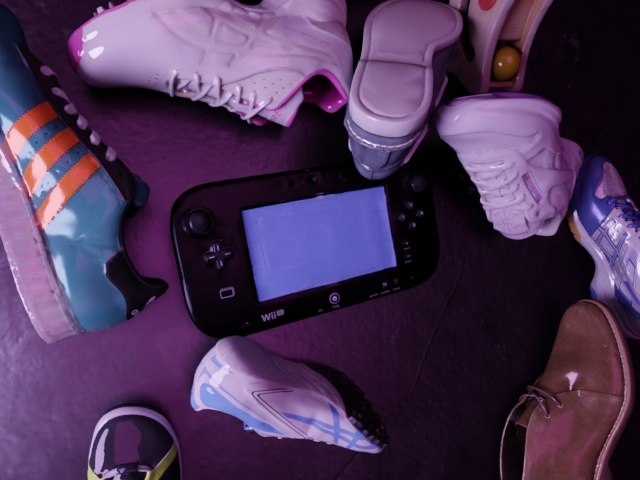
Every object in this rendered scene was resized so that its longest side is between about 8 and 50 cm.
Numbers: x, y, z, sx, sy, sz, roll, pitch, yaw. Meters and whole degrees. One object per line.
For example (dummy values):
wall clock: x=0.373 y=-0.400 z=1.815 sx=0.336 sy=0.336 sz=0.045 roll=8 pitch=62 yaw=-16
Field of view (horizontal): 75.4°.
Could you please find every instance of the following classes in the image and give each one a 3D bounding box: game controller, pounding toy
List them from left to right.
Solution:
game controller: x=0.000 y=0.000 z=0.479 sx=0.319 sy=0.067 sz=0.166 roll=-12 pitch=88 yaw=-21
pounding toy: x=0.275 y=-0.332 z=0.531 sx=0.155 sy=0.154 sz=0.269 roll=-10 pitch=122 yaw=-21

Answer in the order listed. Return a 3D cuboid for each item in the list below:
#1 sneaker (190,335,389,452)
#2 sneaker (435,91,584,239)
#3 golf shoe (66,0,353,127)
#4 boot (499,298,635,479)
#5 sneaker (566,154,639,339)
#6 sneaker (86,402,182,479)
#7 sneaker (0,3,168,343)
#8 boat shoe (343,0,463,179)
sneaker: x=-0.026 y=0.180 z=0.451 sx=0.237 sy=0.085 sz=0.086 roll=31 pitch=107 yaw=-21
sneaker: x=0.253 y=-0.085 z=0.531 sx=0.305 sy=0.114 sz=0.152 roll=15 pitch=86 yaw=-38
golf shoe: x=-0.092 y=-0.186 z=0.444 sx=0.306 sy=0.115 sz=0.140 roll=-18 pitch=94 yaw=-20
boot: x=0.328 y=0.222 z=0.564 sx=0.115 sy=0.112 sz=0.305 roll=16 pitch=80 yaw=-8
sneaker: x=0.478 y=0.002 z=0.627 sx=0.112 sy=0.131 sz=0.296 roll=-17 pitch=89 yaw=-20
sneaker: x=-0.163 y=0.270 z=0.370 sx=0.084 sy=0.097 sz=0.235 roll=-4 pitch=85 yaw=-21
sneaker: x=-0.231 y=-0.066 z=0.383 sx=0.121 sy=0.108 sz=0.302 roll=-17 pitch=98 yaw=-22
boat shoe: x=0.100 y=-0.204 z=0.515 sx=0.116 sy=0.099 sz=0.319 roll=15 pitch=52 yaw=9
